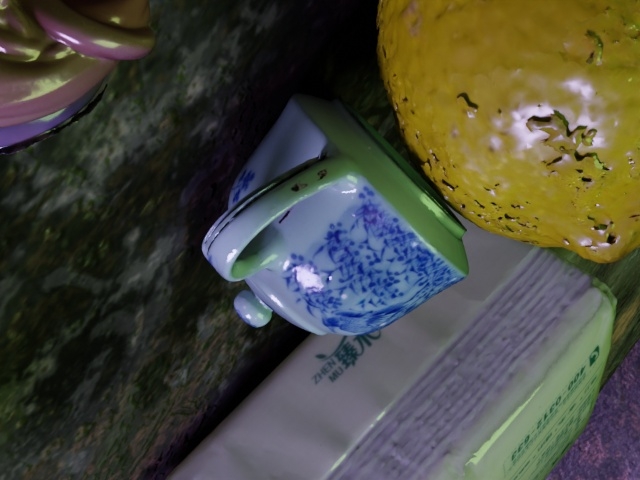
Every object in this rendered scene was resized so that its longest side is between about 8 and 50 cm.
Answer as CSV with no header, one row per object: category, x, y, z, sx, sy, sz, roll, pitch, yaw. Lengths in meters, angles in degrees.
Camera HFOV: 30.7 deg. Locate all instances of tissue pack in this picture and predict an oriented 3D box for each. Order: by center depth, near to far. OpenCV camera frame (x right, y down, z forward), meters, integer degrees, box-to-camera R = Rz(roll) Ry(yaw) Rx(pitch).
tissue pack,0.071,0.188,1.041,0.380,0.207,0.297,-44,153,-21

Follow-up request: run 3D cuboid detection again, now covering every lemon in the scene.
lemon,0.164,-0.137,0.700,0.258,0.257,0.310,66,34,-63

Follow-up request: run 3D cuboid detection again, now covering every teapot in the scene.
teapot,0.000,0.000,0.736,0.159,0.159,0.232,-55,161,4

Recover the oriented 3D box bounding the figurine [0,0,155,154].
figurine,-0.127,-0.096,0.407,0.157,0.126,0.114,74,14,-63
